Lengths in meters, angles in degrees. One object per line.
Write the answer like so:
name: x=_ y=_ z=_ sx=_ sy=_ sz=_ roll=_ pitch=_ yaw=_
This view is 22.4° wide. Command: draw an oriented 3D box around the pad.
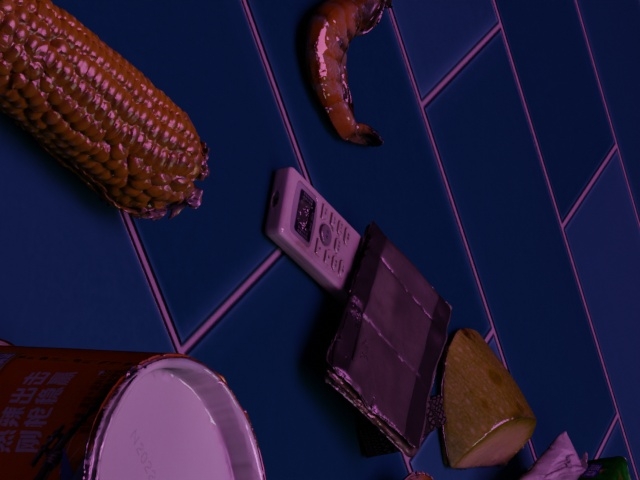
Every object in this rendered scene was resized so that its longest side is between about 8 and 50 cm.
pad: x=0.083 y=0.112 z=1.843 sx=0.174 sy=0.022 sz=0.233 roll=47 pitch=42 yaw=-28

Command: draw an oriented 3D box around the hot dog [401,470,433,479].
hot dog: x=0.085 y=0.362 z=1.816 sx=0.268 sy=0.075 sz=0.144 roll=-47 pitch=120 yaw=-57

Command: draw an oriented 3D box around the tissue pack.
tissue pack: x=0.313 y=0.358 z=2.139 sx=0.209 sy=0.148 sz=0.156 roll=-37 pitch=115 yaw=-56

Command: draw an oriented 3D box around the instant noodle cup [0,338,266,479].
instant noodle cup: x=-0.188 y=0.203 z=1.244 sx=0.296 sy=0.214 sz=0.296 roll=22 pitch=64 yaw=-56

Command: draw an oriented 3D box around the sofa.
sofa: x=0.096 y=0.216 z=1.888 sx=0.118 sy=0.060 sz=0.039 roll=-20 pitch=92 yaw=-59

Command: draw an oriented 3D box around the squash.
squash: x=0.227 y=0.202 z=2.096 sx=0.192 sy=0.085 sz=0.184 roll=9 pitch=76 yaw=-61

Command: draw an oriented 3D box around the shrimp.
shrimp: x=0.055 y=-0.220 z=1.955 sx=0.262 sy=0.051 sz=0.198 roll=-53 pitch=135 yaw=-48

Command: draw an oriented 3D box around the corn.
corn: x=-0.206 y=-0.123 z=1.408 sx=0.318 sy=0.115 sz=0.115 roll=43 pitch=47 yaw=-47

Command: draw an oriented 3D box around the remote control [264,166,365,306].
remote control: x=0.000 y=0.000 z=1.810 sx=0.190 sy=0.029 sz=0.087 roll=46 pitch=46 yaw=-46
